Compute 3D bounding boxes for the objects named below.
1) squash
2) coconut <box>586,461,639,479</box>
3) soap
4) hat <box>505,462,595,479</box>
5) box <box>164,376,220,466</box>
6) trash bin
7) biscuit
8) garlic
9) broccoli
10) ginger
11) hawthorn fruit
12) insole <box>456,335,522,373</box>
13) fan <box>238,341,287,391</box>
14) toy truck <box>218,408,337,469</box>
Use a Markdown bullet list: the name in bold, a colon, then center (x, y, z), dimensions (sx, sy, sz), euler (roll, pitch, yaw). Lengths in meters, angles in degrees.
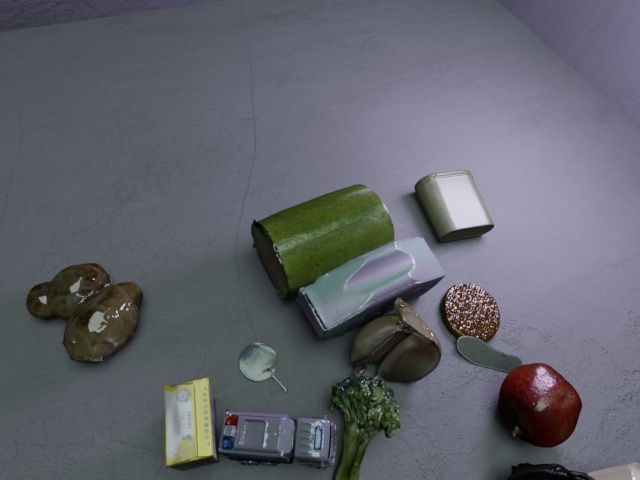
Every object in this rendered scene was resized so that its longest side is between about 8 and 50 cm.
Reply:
- **squash**: center (0.000, 0.000, 1.324), dimensions (0.384, 0.263, 0.263), euler (-22, 66, -22)
- **coconut**: center (0.817, 0.707, 1.109), dimensions (0.240, 0.241, 0.242), euler (5, 59, -9)
- **soap**: center (0.151, 0.143, 1.270), dimensions (0.445, 0.261, 0.156), euler (-21, 69, -23)
- **hat**: center (0.564, 0.734, 1.086), dimensions (0.238, 0.209, 0.336), euler (32, 75, 32)
- **box**: center (-0.298, 0.440, 0.996), dimensions (0.097, 0.265, 0.169), euler (-5, 63, -13)
- **trash bin**: center (0.503, -0.131, 1.594), dimensions (0.243, 0.121, 0.248), euler (-8, 64, -17)
- **biscuit**: center (0.502, 0.242, 1.416), dimensions (0.211, 0.036, 0.212), euler (4, 61, -8)
- **garlic**: center (0.214, 0.308, 1.214), dimensions (0.237, 0.292, 0.210), euler (-6, 48, -44)
- **broccoli**: center (0.127, 0.496, 1.103), dimensions (0.177, 0.198, 0.275), euler (31, 52, -48)
- **ginger**: center (-0.642, 0.177, 1.160), dimensions (0.303, 0.155, 0.245), euler (30, 65, 16)
- **hawthorn fruit**: center (0.611, 0.476, 1.212), dimensions (0.249, 0.215, 0.215), euler (-35, 72, -22)
- **insole**: center (0.539, 0.370, 1.349), dimensions (0.231, 0.003, 0.080), euler (22, 82, -2)
- **fan**: center (-0.157, 0.371, 1.218), dimensions (0.175, 0.005, 0.113), euler (41, 60, 15)
- **toy truck**: center (-0.099, 0.486, 1.041), dimensions (0.267, 0.155, 0.125), euler (-1, 59, 9)
